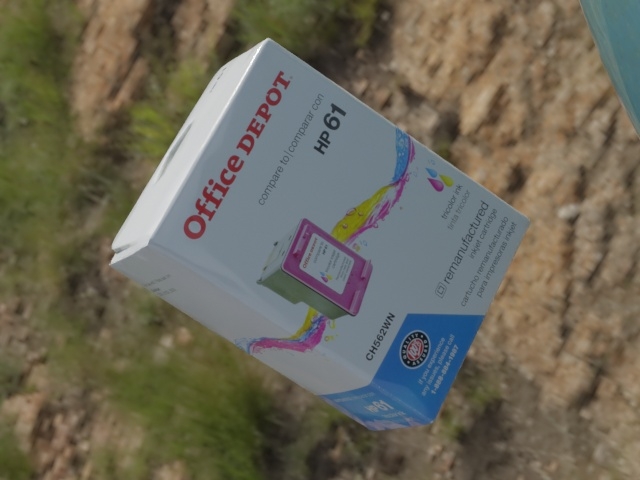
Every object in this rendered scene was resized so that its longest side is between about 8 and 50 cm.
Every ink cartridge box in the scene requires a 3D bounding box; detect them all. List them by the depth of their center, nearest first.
[{"bbox_3d":[0.000,0.000,0.560,0.089,0.122,0.052,-62,15,-18],"label":"ink cartridge box"}]

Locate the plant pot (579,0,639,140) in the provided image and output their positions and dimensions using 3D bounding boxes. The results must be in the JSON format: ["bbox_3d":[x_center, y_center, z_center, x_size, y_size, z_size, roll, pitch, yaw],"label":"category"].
[{"bbox_3d":[0.189,-0.083,0.406,0.271,0.271,0.255,-12,82,42],"label":"plant pot"}]
